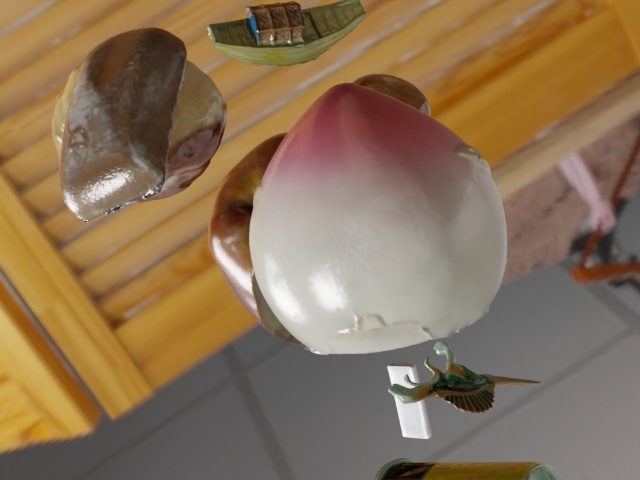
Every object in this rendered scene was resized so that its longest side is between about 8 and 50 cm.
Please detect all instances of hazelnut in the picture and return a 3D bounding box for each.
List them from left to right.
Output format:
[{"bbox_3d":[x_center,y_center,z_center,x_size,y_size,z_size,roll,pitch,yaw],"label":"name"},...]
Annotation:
[{"bbox_3d":[-0.269,-0.162,2.071,0.261,0.261,0.241,-24,-135,16],"label":"hazelnut"}]

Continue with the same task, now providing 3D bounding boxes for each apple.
[{"bbox_3d":[-0.029,-0.016,2.385,0.295,0.365,0.328,-20,-114,19],"label":"apple"},{"bbox_3d":[0.092,-0.179,2.134,0.131,0.146,0.146,23,-134,12],"label":"apple"}]

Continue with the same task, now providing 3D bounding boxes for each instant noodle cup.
[{"bbox_3d":[0.209,0.390,1.936,0.236,0.215,0.215,-15,-151,35],"label":"instant noodle cup"}]

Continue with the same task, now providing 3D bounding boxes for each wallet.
[{"bbox_3d":[0.142,0.253,2.247,0.025,0.122,0.061,-19,-169,-35],"label":"wallet"}]

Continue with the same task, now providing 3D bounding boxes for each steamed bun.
[{"bbox_3d":[0.057,-0.038,1.589,0.309,0.309,0.309,-25,-155,13],"label":"steamed bun"}]

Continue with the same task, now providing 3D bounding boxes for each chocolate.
[{"bbox_3d":[-0.241,-0.148,1.630,0.161,0.083,0.261,-27,-137,30],"label":"chocolate"}]

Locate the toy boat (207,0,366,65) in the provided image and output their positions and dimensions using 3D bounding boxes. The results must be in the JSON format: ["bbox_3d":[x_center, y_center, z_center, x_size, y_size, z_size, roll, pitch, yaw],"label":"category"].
[{"bbox_3d":[-0.036,-0.231,1.545,0.172,0.066,0.065,-10,-131,-12],"label":"toy boat"}]

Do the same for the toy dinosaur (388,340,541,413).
[{"bbox_3d":[0.176,0.177,1.695,0.106,0.187,0.044,-80,-170,-63],"label":"toy dinosaur"}]
